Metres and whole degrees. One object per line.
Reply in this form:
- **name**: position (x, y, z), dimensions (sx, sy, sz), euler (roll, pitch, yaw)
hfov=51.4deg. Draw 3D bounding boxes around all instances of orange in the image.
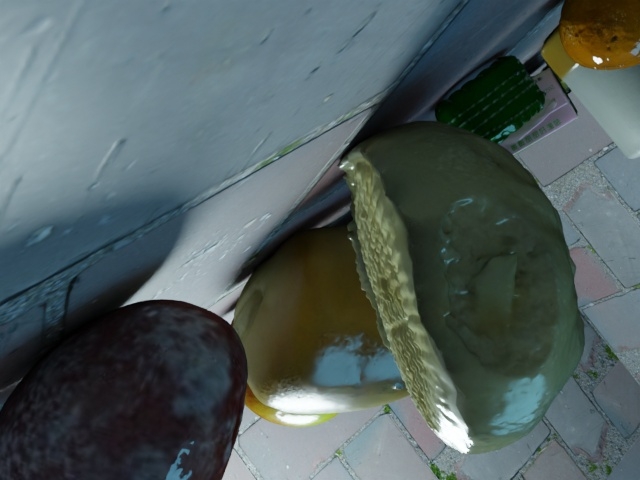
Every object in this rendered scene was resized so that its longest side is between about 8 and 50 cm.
- **orange**: position (0.339, -0.257, 0.752), dimensions (0.136, 0.117, 0.135), euler (-13, -142, 10)

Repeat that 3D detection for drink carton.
- **drink carton**: position (0.382, -0.236, 1.244), dimensions (0.161, 0.108, 0.271), euler (-31, 179, 23)

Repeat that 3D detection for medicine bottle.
- **medicine bottle**: position (0.500, -0.281, 1.005), dimensions (0.238, 0.232, 0.238), euler (-38, 176, -3)

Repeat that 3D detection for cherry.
- **cherry**: position (-0.187, 0.183, 0.627), dimensions (0.285, 0.213, 0.236), euler (-61, -168, 9)

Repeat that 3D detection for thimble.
- **thimble**: position (0.221, -0.173, 0.868), dimensions (0.130, 0.090, 0.118), euler (-37, 178, 9)

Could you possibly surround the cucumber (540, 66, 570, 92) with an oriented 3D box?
- **cucumber**: position (0.546, -0.363, 1.527), dimensions (0.081, 0.072, 0.303), euler (-40, 175, 25)

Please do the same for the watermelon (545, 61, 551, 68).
- **watermelon**: position (0.489, -0.352, 1.272), dimensions (0.139, 0.071, 0.187), euler (-31, 174, -17)

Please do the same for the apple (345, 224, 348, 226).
- **apple**: position (0.132, 0.069, 1.498), dimensions (0.314, 0.252, 0.309), euler (-1, 179, 24)

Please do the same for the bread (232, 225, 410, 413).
- **bread**: position (0.041, 0.152, 1.140), dimensions (0.376, 0.253, 0.348), euler (10, 133, -31)

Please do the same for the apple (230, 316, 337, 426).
- **apple**: position (-0.049, 0.260, 1.518), dimensions (0.340, 0.339, 0.339), euler (-37, 175, -3)

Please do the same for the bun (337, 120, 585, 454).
- **bun**: position (0.163, 0.037, 0.739), dimensions (0.202, 0.364, 0.364), euler (-17, 173, -7)
